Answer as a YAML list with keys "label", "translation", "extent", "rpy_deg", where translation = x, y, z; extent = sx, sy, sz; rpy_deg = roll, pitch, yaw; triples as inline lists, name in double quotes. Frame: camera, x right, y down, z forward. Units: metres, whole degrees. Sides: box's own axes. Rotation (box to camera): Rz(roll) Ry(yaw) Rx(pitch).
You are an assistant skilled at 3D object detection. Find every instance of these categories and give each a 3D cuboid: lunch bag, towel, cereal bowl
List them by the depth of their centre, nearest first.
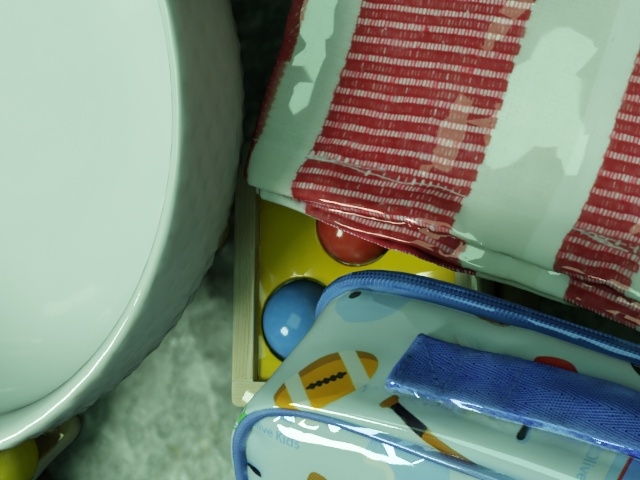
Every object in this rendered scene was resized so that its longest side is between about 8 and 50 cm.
- label: "lunch bag"
  translation: [0.117, 0.137, 0.675]
  extent: [0.303, 0.115, 0.243]
  rpy_deg: [15, 135, 24]
- label: "towel"
  translation: [0.128, -0.086, 0.675]
  extent: [0.329, 0.037, 0.237]
  rpy_deg: [20, 97, 30]
- label: "cereal bowl"
  translation: [-0.178, -0.069, 0.823]
  extent: [0.339, 0.141, 0.339]
  rpy_deg: [3, 98, 25]

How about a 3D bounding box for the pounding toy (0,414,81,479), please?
- label: "pounding toy"
  translation: [-0.245, 0.180, 0.870]
  extent: [0.154, 0.155, 0.269]
  rpy_deg: [36, 89, 22]

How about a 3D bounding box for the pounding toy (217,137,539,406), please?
- label: "pounding toy"
  translation: [-0.005, -0.009, 0.823]
  extent: [0.206, 0.094, 0.181]
  rpy_deg: [-1, 86, 27]
